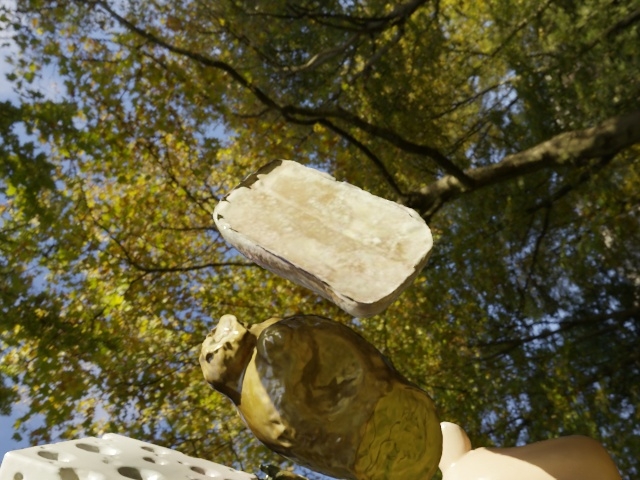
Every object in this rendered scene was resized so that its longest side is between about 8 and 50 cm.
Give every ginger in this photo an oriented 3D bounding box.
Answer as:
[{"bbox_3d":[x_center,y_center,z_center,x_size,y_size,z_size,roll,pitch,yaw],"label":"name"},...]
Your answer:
[{"bbox_3d":[-0.027,0.138,0.547,0.219,0.270,0.123,38,-113,-27],"label":"ginger"}]

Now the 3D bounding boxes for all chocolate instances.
[{"bbox_3d":[0.000,0.000,0.798,0.303,0.100,0.185,26,-133,30],"label":"chocolate"}]

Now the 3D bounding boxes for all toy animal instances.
[{"bbox_3d":[0.303,0.365,0.794,0.195,0.257,0.212,-94,-14,-55],"label":"toy animal"}]

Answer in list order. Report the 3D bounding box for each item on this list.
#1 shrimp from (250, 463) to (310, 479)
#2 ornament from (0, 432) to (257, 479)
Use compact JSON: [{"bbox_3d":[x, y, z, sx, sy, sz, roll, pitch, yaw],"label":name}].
[{"bbox_3d":[-0.038,0.560,1.085,0.272,0.085,0.445,65,-179,43],"label":"shrimp"},{"bbox_3d":[-0.244,0.392,0.694,0.239,0.239,0.239,56,-133,-73],"label":"ornament"}]
